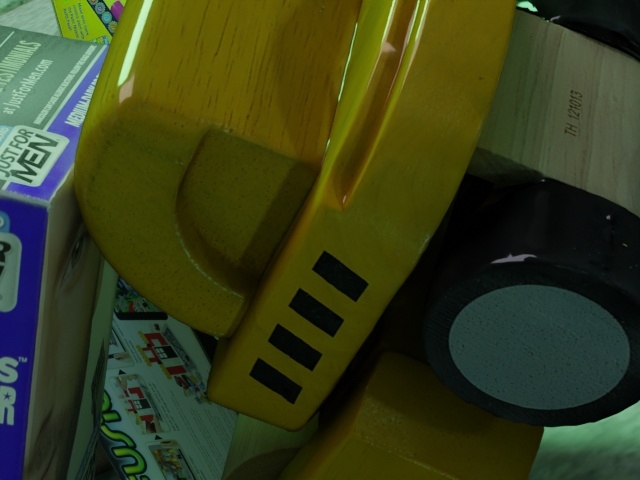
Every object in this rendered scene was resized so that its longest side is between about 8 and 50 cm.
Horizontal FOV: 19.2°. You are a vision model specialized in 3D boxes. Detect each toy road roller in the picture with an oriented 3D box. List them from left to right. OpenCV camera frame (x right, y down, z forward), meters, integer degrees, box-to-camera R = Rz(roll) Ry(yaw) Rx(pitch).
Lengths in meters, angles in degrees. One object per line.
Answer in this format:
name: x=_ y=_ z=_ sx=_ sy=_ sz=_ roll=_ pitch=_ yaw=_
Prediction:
toy road roller: x=0.000 y=0.000 z=0.843 sx=0.329 sy=0.240 sz=0.202 roll=122 pitch=167 yaw=-45

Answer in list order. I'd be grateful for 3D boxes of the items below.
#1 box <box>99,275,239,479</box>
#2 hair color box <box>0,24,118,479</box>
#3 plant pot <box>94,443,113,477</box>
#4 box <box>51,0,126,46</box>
box: x=-0.085 y=0.071 z=1.012 sx=0.114 sy=0.207 sz=0.036 roll=-10 pitch=25 yaw=40
hair color box: x=-0.166 y=0.088 z=0.888 sx=0.110 sy=0.339 sz=0.185 roll=10 pitch=26 yaw=3
plant pot: x=-0.157 y=0.060 z=1.192 sx=0.230 sy=0.215 sz=0.215 roll=-45 pitch=22 yaw=-8
box: x=-0.071 y=-0.276 z=1.821 sx=0.279 sy=0.177 sz=0.290 roll=-16 pitch=-1 yaw=26
